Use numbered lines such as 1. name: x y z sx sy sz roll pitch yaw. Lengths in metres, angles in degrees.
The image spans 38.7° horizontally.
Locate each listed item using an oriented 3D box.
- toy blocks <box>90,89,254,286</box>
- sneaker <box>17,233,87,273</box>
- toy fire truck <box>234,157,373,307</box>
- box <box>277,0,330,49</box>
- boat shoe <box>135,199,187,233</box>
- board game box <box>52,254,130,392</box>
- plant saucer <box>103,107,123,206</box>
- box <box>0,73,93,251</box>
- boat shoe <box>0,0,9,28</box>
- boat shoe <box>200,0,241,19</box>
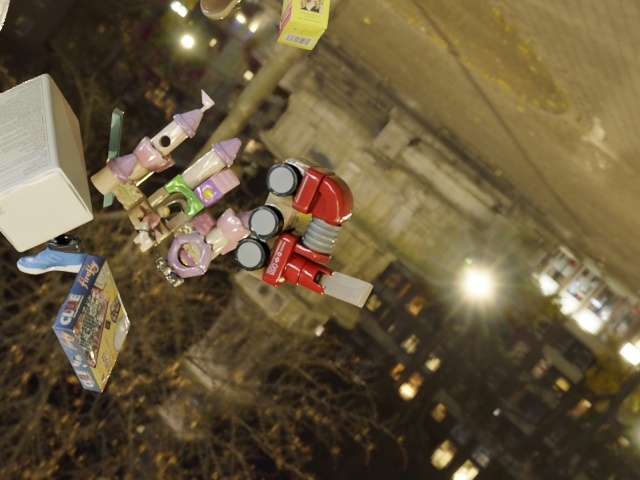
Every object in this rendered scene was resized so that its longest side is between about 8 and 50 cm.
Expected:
1. toy blocks: -0.242 -0.101 1.755 0.289 0.260 0.309 52 -179 -1
2. sneaker: -0.555 0.021 1.869 0.152 0.085 0.058 1 -152 11
3. toy fire truck: 0.000 0.000 1.544 0.246 0.217 0.158 27 -169 12
4. box: -0.015 -0.406 1.334 0.058 0.232 0.087 9 168 -14
5. boat shoe: -0.326 -0.042 1.872 0.040 0.142 0.049 -27 -88 -53
6. board game box: -0.439 0.165 1.766 0.042 0.165 0.243 10 144 9
7. plant saucer: -0.412 -0.165 1.812 0.018 0.192 0.067 6 -165 -9
8. box: -0.494 -0.141 1.567 0.311 0.147 0.121 -112 -2 -47
9. boat shoe: -0.673 -0.349 1.617 0.119 0.335 0.121 38 -159 -2
10. boat shoe: -0.233 -0.670 2.406 0.104 0.285 0.089 13 146 14
